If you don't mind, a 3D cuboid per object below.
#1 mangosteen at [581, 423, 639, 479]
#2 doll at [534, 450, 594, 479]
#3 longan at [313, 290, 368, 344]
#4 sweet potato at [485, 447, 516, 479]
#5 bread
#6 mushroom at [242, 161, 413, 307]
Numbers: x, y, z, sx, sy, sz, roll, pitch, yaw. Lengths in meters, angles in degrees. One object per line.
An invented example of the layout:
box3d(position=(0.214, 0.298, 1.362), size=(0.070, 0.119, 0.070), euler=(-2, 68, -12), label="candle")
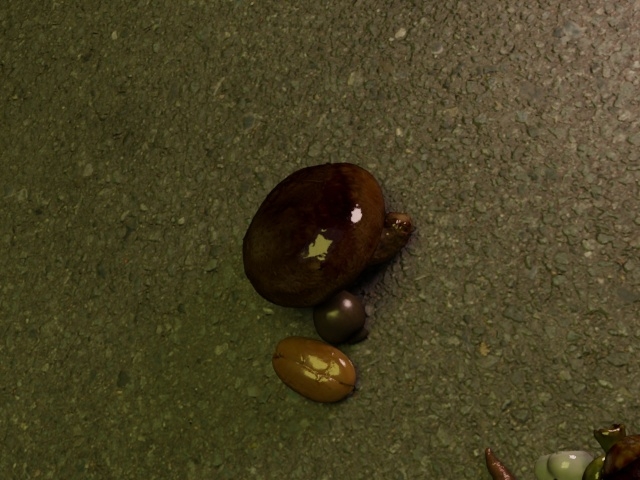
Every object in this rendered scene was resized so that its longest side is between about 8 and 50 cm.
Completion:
box3d(position=(0.540, 0.440, 1.551), size=(0.297, 0.297, 0.313), euler=(-67, 16, -12), label="mangosteen")
box3d(position=(0.411, 0.436, 1.700), size=(0.110, 0.107, 0.181), euler=(144, 139, -61), label="doll")
box3d(position=(0.041, 0.156, 2.006), size=(0.119, 0.106, 0.106), euler=(44, 91, -10), label="longan")
box3d(position=(0.327, 0.458, 1.763), size=(0.068, 0.068, 0.226), euler=(-31, 41, 10), label="sweet potato")
box3d(position=(-0.020, 0.250, 1.993), size=(0.189, 0.077, 0.114), euler=(21, 101, 25), label="bread")
box3d(position=(-0.015, -0.018, 2.015), size=(0.345, 0.345, 0.239), euler=(-24, 96, 14), label="mushroom")
